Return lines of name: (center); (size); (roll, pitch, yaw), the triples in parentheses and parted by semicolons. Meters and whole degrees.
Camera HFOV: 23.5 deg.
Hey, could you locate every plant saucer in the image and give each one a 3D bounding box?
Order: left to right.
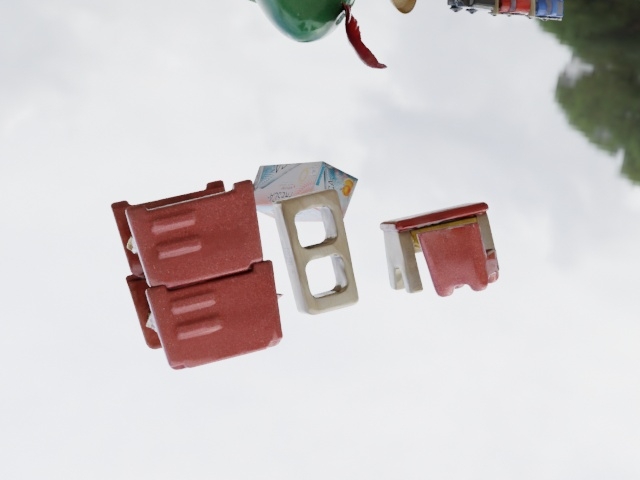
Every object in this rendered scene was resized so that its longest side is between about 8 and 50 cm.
plant saucer: (0.117, -0.375, 2.267); (0.015, 0.083, 0.083); (1, -165, 33)

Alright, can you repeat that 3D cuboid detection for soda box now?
soda box: (-0.026, -0.062, 1.982); (0.058, 0.063, 0.183); (25, 169, -27)

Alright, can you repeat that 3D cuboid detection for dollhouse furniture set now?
dollhouse furniture set: (0.000, 0.000, 1.473); (0.374, 0.152, 0.201); (-13, -175, -14)

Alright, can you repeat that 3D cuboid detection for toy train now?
toy train: (0.201, -0.249, 1.615); (0.158, 0.027, 0.036); (-2, -177, -37)

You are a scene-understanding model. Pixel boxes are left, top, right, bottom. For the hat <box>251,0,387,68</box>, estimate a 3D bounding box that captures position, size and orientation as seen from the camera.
hat: (-0.005, -0.220, 1.665); (0.173, 0.183, 0.208); (-13, 166, 12)
